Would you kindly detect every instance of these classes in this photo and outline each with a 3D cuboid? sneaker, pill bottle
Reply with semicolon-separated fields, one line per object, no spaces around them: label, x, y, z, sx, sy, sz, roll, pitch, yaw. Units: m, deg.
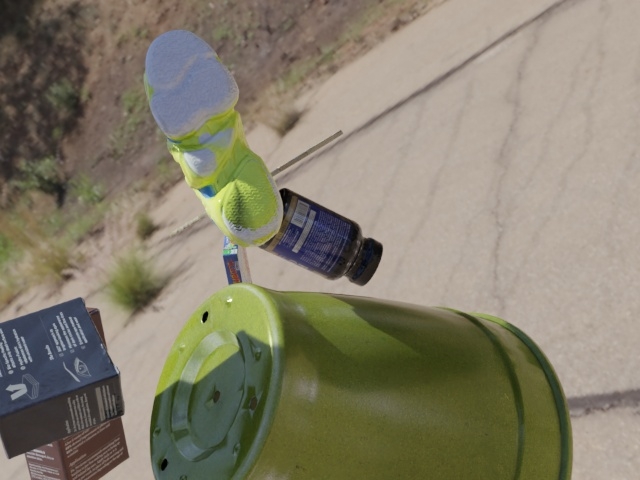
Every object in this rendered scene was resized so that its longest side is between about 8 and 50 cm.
sneaker;-0.119;-0.095;0.865;0.091;0.240;0.126;-20;-10;-14
pill bottle;0.000;0.000;1.531;0.122;0.219;0.122;-57;16;26

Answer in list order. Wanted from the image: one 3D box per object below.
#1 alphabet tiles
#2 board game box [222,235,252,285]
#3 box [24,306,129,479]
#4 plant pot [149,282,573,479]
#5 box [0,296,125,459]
alphabet tiles;-0.116;-0.097;1.434;0.285;0.011;0.343;-34;6;-27
board game box;-0.190;0.069;1.898;0.035;0.201;0.136;-5;38;2
box;-0.569;0.354;1.836;0.143;0.381;0.191;4;18;30
plant pot;0.020;0.206;0.912;0.366;0.353;0.366;-32;47;41
box;-0.362;0.177;1.090;0.158;0.093;0.156;-18;46;-24
